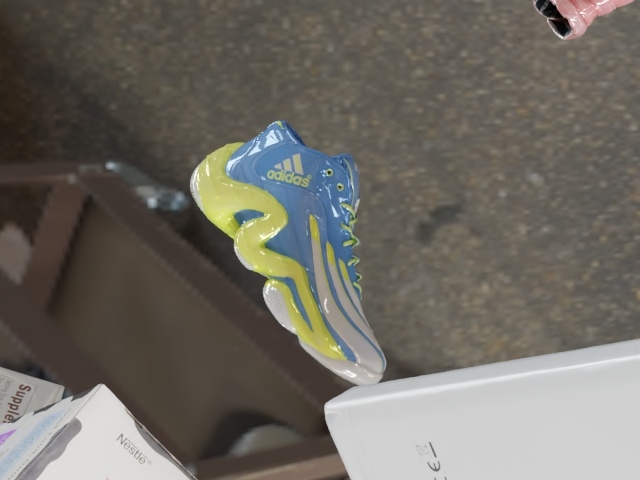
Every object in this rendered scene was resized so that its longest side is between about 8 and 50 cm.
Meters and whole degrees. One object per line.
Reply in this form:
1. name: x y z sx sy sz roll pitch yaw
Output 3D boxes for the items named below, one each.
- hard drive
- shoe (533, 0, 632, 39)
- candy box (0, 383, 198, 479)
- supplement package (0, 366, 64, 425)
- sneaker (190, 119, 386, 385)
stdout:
1. hard drive: 0.156 0.193 1.219 0.353 0.047 0.233 -16 98 56
2. shoe: 0.208 -0.223 1.516 0.081 0.063 0.178 -35 24 0
3. candy box: -0.081 0.147 0.687 0.165 0.070 0.196 47 152 -10
4. supplement package: -0.229 0.111 0.864 0.179 0.105 0.105 17 120 -2
5. sneaker: 0.000 0.000 1.483 0.126 0.091 0.240 -41 78 9
